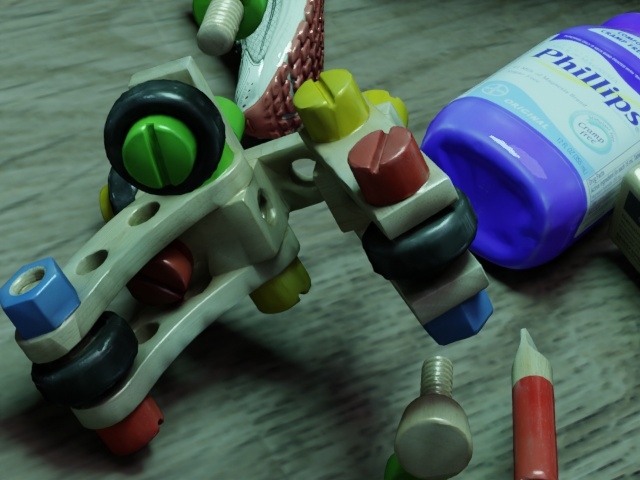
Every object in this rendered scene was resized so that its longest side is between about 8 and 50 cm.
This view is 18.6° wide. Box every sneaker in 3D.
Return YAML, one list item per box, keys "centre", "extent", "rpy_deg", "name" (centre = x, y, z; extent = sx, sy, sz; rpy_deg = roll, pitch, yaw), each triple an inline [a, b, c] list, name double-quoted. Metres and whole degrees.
- centre: [-0.043, -0.149, 1.292]
  extent: [0.093, 0.088, 0.225]
  rpy_deg: [-2, 45, 3]
  name: "sneaker"

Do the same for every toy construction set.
- centre: [0.000, 0.000, 1.074]
  extent: [0.309, 0.257, 0.237]
  rpy_deg: [37, 27, -15]
  name: "toy construction set"

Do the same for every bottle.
- centre: [0.181, -0.084, 1.299]
  extent: [0.118, 0.092, 0.283]
  rpy_deg: [39, 45, 18]
  name: "bottle"

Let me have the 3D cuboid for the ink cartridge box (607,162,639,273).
- centre: [0.332, -0.007, 1.224]
  extent: [0.235, 0.088, 0.193]
  rpy_deg: [-30, 65, -16]
  name: "ink cartridge box"
